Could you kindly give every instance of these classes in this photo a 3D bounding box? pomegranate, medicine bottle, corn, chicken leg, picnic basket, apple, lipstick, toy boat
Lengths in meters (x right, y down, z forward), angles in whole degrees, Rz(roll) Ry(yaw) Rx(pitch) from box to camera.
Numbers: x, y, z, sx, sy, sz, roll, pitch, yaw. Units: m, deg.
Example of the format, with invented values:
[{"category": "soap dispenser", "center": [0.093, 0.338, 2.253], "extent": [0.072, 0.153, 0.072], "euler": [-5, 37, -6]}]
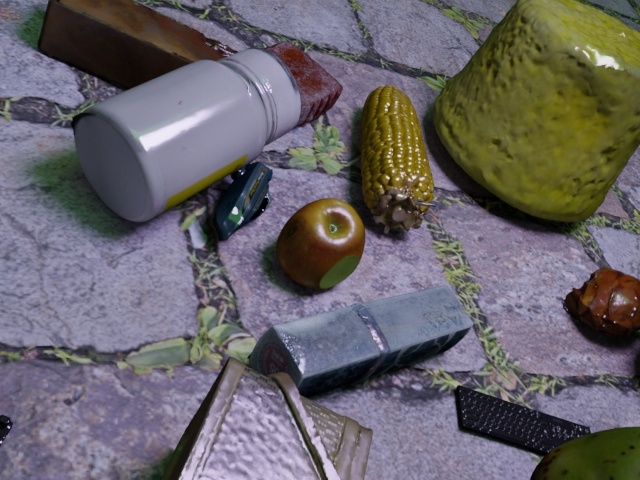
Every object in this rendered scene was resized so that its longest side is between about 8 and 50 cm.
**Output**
[{"category": "pomegranate", "center": [0.331, 0.308, 0.811], "extent": [0.248, 0.214, 0.214], "euler": [46, 21, -48]}, {"category": "medicine bottle", "center": [-0.151, -0.137, 0.925], "extent": [0.143, 0.143, 0.258], "euler": [44, 52, 12]}, {"category": "corn", "center": [0.112, -0.139, 1.167], "extent": [0.106, 0.106, 0.305], "euler": [20, 40, -17]}, {"category": "chicken leg", "center": [0.508, 0.091, 1.224], "extent": [0.304, 0.093, 0.113], "euler": [-3, 40, -41]}, {"category": "picnic basket", "center": [-0.071, 0.242, 0.605], "extent": [0.139, 0.165, 0.267], "euler": [28, 39, -6]}, {"category": "apple", "center": [0.000, 0.000, 0.950], "extent": [0.114, 0.102, 0.099], "euler": [-10, 57, -39]}, {"category": "lipstick", "center": [0.058, 0.114, 0.891], "extent": [0.289, 0.077, 0.076], "euler": [-10, 56, -41]}, {"category": "toy boat", "center": [-0.100, -0.044, 0.963], "extent": [0.060, 0.055, 0.141], "euler": [47, 34, -19]}]

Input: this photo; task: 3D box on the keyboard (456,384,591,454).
[{"category": "keyboard", "center": [0.260, 0.233, 0.957], "extent": [0.204, 0.013, 0.061], "euler": [20, 42, -16]}]

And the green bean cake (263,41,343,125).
[{"category": "green bean cake", "center": [-0.048, -0.244, 1.204], "extent": [0.135, 0.056, 0.135], "euler": [42, 38, 10]}]

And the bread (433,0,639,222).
[{"category": "bread", "center": [0.390, -0.231, 1.291], "extent": [0.348, 0.308, 0.348], "euler": [16, 42, -15]}]

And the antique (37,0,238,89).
[{"category": "antique", "center": [-0.223, -0.254, 1.073], "extent": [0.309, 0.087, 0.093], "euler": [22, 39, -13]}]

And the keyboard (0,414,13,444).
[{"category": "keyboard", "center": [-0.310, 0.208, 0.594], "extent": [0.060, 0.018, 0.195], "euler": [24, 40, -8]}]
